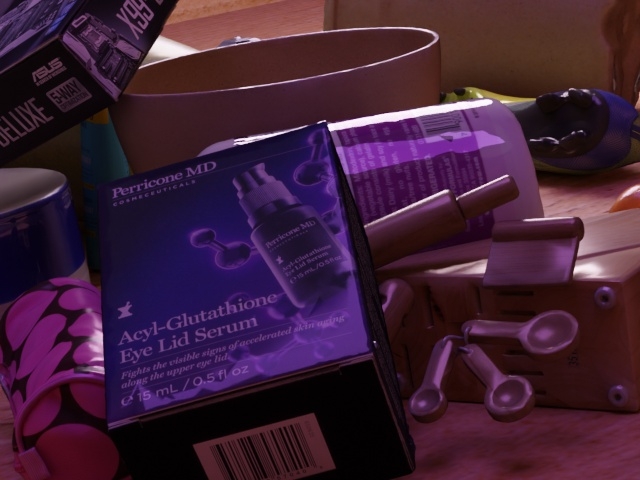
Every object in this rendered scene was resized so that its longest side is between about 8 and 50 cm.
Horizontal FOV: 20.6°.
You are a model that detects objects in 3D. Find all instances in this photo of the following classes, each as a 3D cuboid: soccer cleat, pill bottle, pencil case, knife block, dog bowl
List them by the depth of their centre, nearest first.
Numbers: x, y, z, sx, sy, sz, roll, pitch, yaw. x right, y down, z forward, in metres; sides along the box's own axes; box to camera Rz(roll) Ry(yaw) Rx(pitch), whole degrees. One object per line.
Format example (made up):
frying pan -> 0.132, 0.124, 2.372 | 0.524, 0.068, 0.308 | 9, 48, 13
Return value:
pencil case -> -0.167, 0.097, 1.151 | 0.098, 0.095, 0.209 | -19, 17, -8
knife block -> 0.195, 0.032, 1.197 | 0.276, 0.088, 0.242 | 0, 16, 33
pill bottle -> 0.000, 0.000, 1.278 | 0.301, 0.169, 0.169 | -10, 14, -5
dog bowl -> -0.342, 0.016, 1.555 | 0.265, 0.104, 0.265 | -9, 14, 2
soccer cleat -> 0.214, -0.102, 1.788 | 0.121, 0.093, 0.289 | 19, -9, -34

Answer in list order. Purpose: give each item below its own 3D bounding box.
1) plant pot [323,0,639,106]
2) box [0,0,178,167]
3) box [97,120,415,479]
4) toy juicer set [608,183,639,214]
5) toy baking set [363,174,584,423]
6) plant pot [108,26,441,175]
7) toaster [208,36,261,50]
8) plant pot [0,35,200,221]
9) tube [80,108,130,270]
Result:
plant pot -> 0.207, -0.259, 1.976 | 0.305, 0.334, 0.334 | 9, 20, 21
box -> -0.225, -0.187, 1.537 | 0.242, 0.076, 0.307 | -24, 28, 36
box -> -0.042, 0.048, 1.027 | 0.153, 0.108, 0.207 | -16, 43, 4
toy juicer set -> 0.381, -0.051, 1.445 | 0.329, 0.089, 0.209 | -26, 8, -29
toy baking set -> 0.046, 0.052, 1.085 | 0.256, 0.030, 0.196 | -21, 39, 11
plant pot -> -0.029, -0.062, 1.496 | 0.284, 0.191, 0.284 | -7, 14, 2
toaster -> -0.074, -0.145, 1.951 | 0.129, 0.146, 0.227 | -18, 16, -32
plant pot -> -0.225, -0.123, 1.789 | 0.254, 0.276, 0.276 | 15, 25, 34
tube -> -0.199, -0.078, 1.627 | 0.052, 0.207, 0.080 | -11, 15, -23
